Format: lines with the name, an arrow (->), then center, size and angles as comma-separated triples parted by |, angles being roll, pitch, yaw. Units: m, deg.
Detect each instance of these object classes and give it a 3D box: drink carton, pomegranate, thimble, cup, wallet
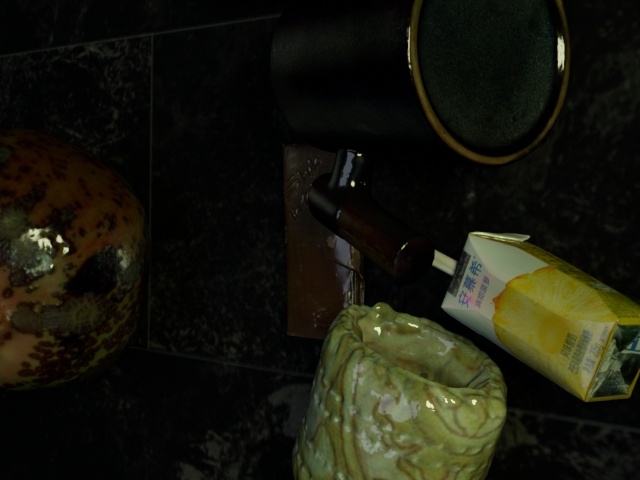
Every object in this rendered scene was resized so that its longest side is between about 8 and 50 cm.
drink carton -> 0.147, 0.043, 0.922 | 0.200, 0.074, 0.084 | 35, 114, 42
pomegranate -> -0.317, 0.042, 1.218 | 0.284, 0.341, 0.285 | 5, 116, 10
thimble -> 0.055, 0.142, 0.982 | 0.190, 0.137, 0.144 | 42, 123, 55
cup -> 0.051, -0.107, 0.932 | 0.177, 0.166, 0.239 | 4, 60, 50
wallet -> 0.000, 0.000, 1.114 | 0.095, 0.026, 0.176 | 2, 93, 44
